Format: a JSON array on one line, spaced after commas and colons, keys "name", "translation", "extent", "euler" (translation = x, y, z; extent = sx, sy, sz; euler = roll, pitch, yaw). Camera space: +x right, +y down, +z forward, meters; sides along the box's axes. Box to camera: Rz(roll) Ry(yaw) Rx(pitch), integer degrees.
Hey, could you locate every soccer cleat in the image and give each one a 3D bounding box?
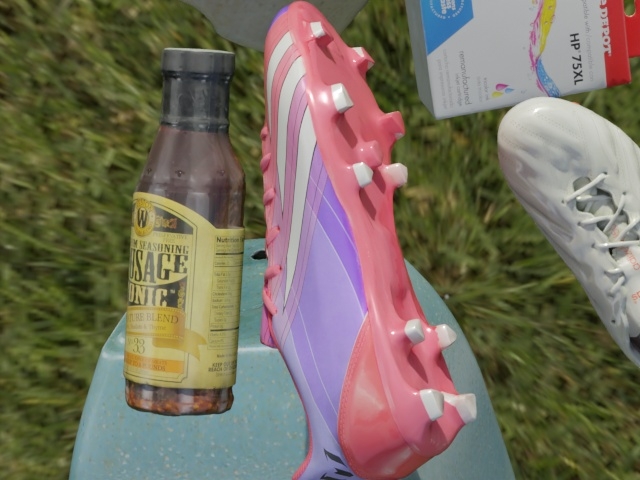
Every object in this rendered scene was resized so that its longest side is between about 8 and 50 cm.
[{"name": "soccer cleat", "translation": [0.159, 0.006, 0.962], "extent": [0.068, 0.076, 0.196], "euler": [-29, 120, 20]}, {"name": "soccer cleat", "translation": [0.000, 0.000, 0.902], "extent": [0.095, 0.083, 0.248], "euler": [-24, 70, 23]}]

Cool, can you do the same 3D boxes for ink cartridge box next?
[{"name": "ink cartridge box", "translation": [0.198, -0.200, 1.656], "extent": [0.231, 0.078, 0.134], "euler": [-12, 110, -5]}]

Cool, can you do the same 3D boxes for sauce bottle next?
[{"name": "sauce bottle", "translation": [-0.047, -0.003, 0.648], "extent": [0.042, 0.042, 0.128], "euler": [2, 93, 4]}]

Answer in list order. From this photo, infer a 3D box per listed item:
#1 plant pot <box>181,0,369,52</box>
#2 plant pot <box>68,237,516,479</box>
[{"name": "plant pot", "translation": [-0.009, -0.305, 1.216], "extent": [0.334, 0.334, 0.305], "euler": [38, 114, 4]}, {"name": "plant pot", "translation": [-0.022, 0.137, 1.159], "extent": [0.247, 0.248, 0.252], "euler": [-4, 117, 16]}]
